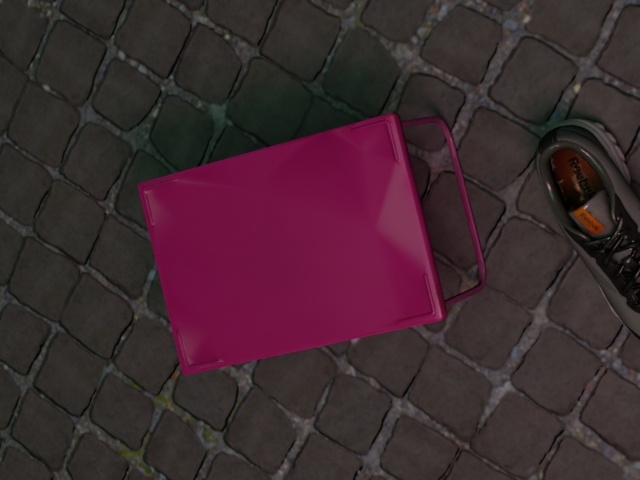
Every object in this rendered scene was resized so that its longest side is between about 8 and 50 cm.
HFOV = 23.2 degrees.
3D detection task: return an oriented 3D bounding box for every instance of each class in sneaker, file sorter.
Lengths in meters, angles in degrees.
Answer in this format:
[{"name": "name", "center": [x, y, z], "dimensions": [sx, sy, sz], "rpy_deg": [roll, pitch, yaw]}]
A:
[{"name": "sneaker", "center": [0.289, 0.006, 1.512], "dimensions": [0.100, 0.108, 0.271], "rpy_deg": [-36, 82, 23]}, {"name": "file sorter", "center": [0.000, 0.000, 1.604], "dimensions": [0.291, 0.182, 0.202], "rpy_deg": [-14, 90, 25]}]
